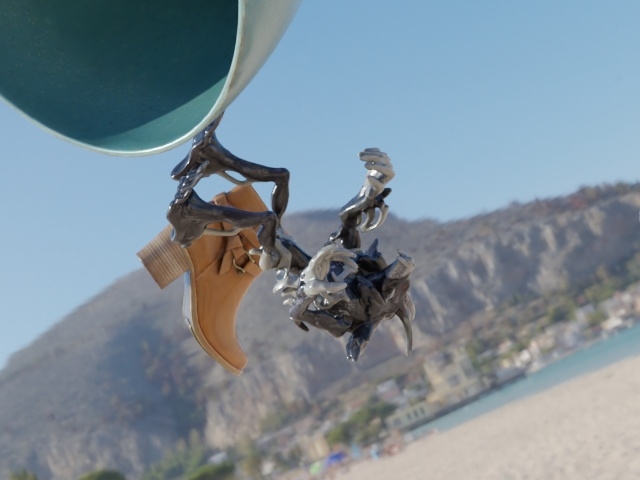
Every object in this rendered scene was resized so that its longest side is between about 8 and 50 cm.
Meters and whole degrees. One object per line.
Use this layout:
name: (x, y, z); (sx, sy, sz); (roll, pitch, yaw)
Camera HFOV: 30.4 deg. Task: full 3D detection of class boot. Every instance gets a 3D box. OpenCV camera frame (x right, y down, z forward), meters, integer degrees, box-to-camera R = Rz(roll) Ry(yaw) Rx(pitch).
boot: (-0.092, 0.043, 1.308); (0.152, 0.197, 0.073); (-35, 27, -8)

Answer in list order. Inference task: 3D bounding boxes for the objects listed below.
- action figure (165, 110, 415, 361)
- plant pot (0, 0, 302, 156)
action figure: (0.000, 0.000, 1.053); (0.141, 0.276, 0.164); (-42, 24, 43)
plant pot: (-0.105, -0.223, 0.708); (0.195, 0.290, 0.290); (-43, 4, -40)
